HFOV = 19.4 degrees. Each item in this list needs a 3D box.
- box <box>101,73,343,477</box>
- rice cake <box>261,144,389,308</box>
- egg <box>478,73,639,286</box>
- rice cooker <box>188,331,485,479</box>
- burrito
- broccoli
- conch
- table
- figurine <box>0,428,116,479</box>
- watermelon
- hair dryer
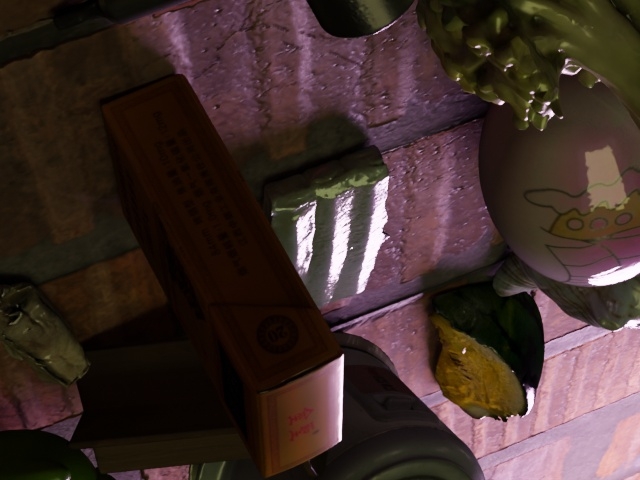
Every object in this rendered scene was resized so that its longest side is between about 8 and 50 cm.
[{"bbox_3d":[-0.075,0.028,1.458,0.076,0.274,0.174,-25,155,-11],"label":"box"},{"bbox_3d":[0.000,0.000,1.746,0.127,0.043,0.237,-19,154,-14],"label":"rice cake"},{"bbox_3d":[0.237,-0.067,1.657,0.196,0.196,0.271,-24,161,-4],"label":"egg"},{"bbox_3d":[0.016,0.248,1.959,0.317,0.317,0.264,-3,117,-40],"label":"rice cooker"},{"bbox_3d":[-0.255,0.083,1.672,0.058,0.045,0.188,-48,155,-11],"label":"burrito"},{"bbox_3d":[0.243,-0.174,1.327,0.348,0.281,0.293,-21,175,-42],"label":"broccoli"},{"bbox_3d":[0.294,0.023,1.869,0.203,0.169,0.386,23,141,-31],"label":"conch"},{"bbox_3d":[-0.118,0.152,1.779,0.227,0.167,0.167,-7,156,9],"label":"table"},{"bbox_3d":[-0.333,0.270,1.864,0.263,0.143,0.162,-18,152,26],"label":"figurine"},{"bbox_3d":[0.191,0.130,2.145,0.129,0.123,0.301,6,156,8],"label":"watermelon"},{"bbox_3d":[-0.083,-0.202,1.261,0.248,0.078,0.195,-19,132,17],"label":"hair dryer"}]
